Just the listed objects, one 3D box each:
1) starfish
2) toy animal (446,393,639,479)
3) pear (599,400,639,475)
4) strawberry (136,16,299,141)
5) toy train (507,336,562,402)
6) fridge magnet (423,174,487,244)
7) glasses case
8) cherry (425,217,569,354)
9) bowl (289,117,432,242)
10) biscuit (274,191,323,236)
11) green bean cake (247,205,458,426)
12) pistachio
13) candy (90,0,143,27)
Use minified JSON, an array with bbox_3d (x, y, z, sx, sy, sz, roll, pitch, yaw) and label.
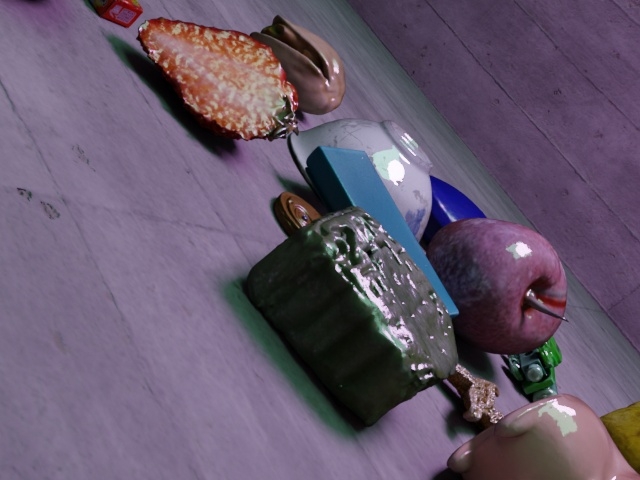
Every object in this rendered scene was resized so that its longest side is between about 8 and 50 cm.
[{"bbox_3d":[0.232,0.237,1.100,0.227,0.043,0.240,53,16,8],"label":"starfish"},{"bbox_3d":[0.293,0.293,0.895,0.256,0.195,0.213,55,28,13],"label":"toy animal"},{"bbox_3d":[0.564,0.387,1.224,0.321,0.269,0.269,44,13,36],"label":"pear"},{"bbox_3d":[-0.139,-0.209,1.112,0.175,0.107,0.236,-36,81,-34],"label":"strawberry"},{"bbox_3d":[0.397,0.217,1.457,0.119,0.085,0.251,61,20,-9],"label":"toy train"},{"bbox_3d":[0.281,-0.027,1.631,0.265,0.112,0.265,42,19,-18],"label":"fridge magnet"},{"bbox_3d":[0.080,-0.001,1.169,0.117,0.070,0.301,1,57,-50],"label":"glasses case"},{"bbox_3d":[0.280,0.073,1.280,0.285,0.213,0.236,35,-24,49],"label":"cherry"},{"bbox_3d":[0.106,-0.121,1.386,0.313,0.146,0.313,42,19,-19],"label":"bowl"},{"bbox_3d":[0.000,0.000,1.093,0.175,0.026,0.124,56,21,24],"label":"biscuit"},{"bbox_3d":[0.050,0.080,0.903,0.227,0.125,0.222,54,20,5],"label":"green bean cake"},{"bbox_3d":[-0.042,-0.329,1.509,0.215,0.144,0.144,47,18,14],"label":"pistachio"},{"bbox_3d":[-0.307,-0.359,1.123,0.122,0.038,0.062,53,19,18],"label":"candy"}]
